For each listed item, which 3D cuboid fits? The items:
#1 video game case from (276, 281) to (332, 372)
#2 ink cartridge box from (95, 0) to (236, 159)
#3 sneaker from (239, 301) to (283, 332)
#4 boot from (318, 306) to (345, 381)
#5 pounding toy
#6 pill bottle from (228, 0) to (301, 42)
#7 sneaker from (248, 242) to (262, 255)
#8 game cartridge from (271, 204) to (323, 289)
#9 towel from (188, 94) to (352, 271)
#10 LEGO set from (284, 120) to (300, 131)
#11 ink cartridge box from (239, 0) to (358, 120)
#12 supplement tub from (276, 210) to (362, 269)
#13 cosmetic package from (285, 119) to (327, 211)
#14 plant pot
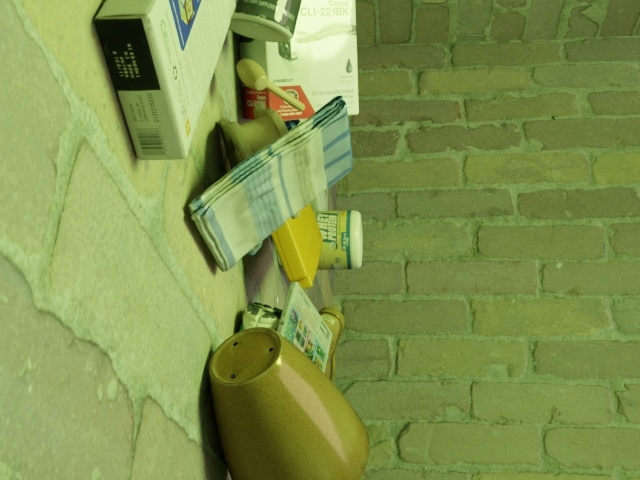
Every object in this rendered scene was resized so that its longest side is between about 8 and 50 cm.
[{"bbox_3d":[-0.028,0.177,1.373,0.157,0.019,0.143,59,31,-36],"label":"video game case"},{"bbox_3d":[-0.168,-0.276,0.916,0.371,0.069,0.176,-81,168,-46],"label":"ink cartridge box"},{"bbox_3d":[-0.106,0.180,1.452,0.275,0.107,0.110,23,86,-78],"label":"sneaker"},{"bbox_3d":[-0.048,0.273,1.500,0.269,0.089,0.236,-43,147,-61],"label":"boot"},{"bbox_3d":[-0.065,-0.148,1.225,0.154,0.154,0.270,53,-20,46],"label":"pounding toy"},{"bbox_3d":[-0.080,-0.458,1.230,0.130,0.130,0.246,19,84,-84],"label":"pill bottle"},{"bbox_3d":[-0.126,-0.012,1.412,0.135,0.052,0.058,-81,-173,-71],"label":"sneaker"},{"bbox_3d":[-0.071,-0.076,1.517,0.324,0.052,0.285,-72,143,-73],"label":"game cartridge"},{"bbox_3d":[-0.062,-0.077,1.150,0.034,0.285,0.209,46,-15,23],"label":"towel"},{"bbox_3d":[-0.079,-0.283,1.551,0.227,0.087,0.093,35,22,-29],"label":"LEGO set"},{"bbox_3d":[-0.041,-0.365,1.414,0.114,0.197,0.273,17,-66,57],"label":"ink cartridge box"},{"bbox_3d":[0.000,0.000,1.853,0.144,0.199,0.144,-1,90,-85],"label":"supplement tub"},{"bbox_3d":[-0.035,-0.198,2.038,0.284,0.097,0.377,83,7,-61],"label":"cosmetic package"},{"bbox_3d":[-0.073,0.266,1.192,0.237,0.237,0.254,-83,155,-52],"label":"plant pot"}]
